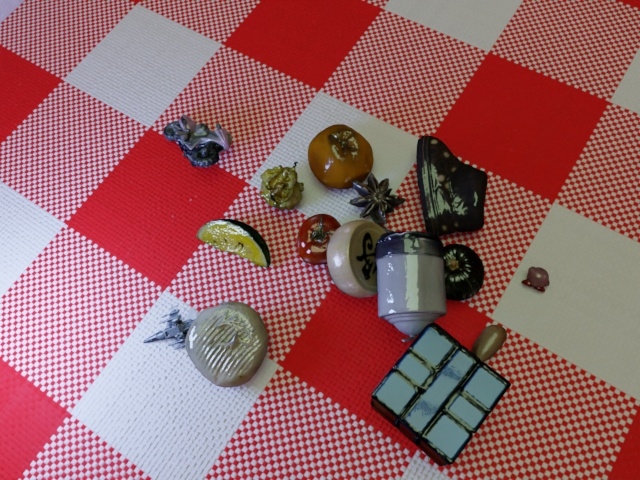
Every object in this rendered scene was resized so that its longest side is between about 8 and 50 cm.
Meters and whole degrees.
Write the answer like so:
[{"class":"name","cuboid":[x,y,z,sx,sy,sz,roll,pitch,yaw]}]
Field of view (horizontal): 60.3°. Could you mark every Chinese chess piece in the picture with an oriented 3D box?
[{"class":"Chinese chess piece","cuboid":[0.134,0.060,1.808,0.104,0.257,0.257,-12,59,44]}]

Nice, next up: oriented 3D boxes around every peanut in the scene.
[{"class":"peanut","cuboid":[0.531,0.330,1.746,0.076,0.076,0.152,40,79,19]}]

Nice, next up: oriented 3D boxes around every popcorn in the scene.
[{"class":"popcorn","cuboid":[-0.143,-0.199,1.969,0.174,0.195,0.168,-34,76,-4]}]

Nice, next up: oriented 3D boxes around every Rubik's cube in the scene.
[{"class":"Rubik's cube","cuboid":[0.334,0.450,1.598,0.283,0.293,0.288,38,73,16]}]

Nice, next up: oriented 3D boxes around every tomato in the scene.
[{"class":"tomato","cuboid":[0.000,0.000,1.895,0.187,0.151,0.187,0,76,2]}]

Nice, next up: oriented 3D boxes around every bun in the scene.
[{"class":"bun","cuboid":[-0.292,0.329,1.776,0.273,0.168,0.272,0,79,2]}]

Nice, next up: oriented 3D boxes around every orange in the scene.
[{"class":"orange","cuboid":[0.068,-0.307,2.004,0.249,0.183,0.248,-2,65,3]}]

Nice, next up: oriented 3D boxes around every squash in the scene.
[{"class":"squash","cuboid":[0.446,0.102,1.811,0.193,0.155,0.193,-4,38,3]}]

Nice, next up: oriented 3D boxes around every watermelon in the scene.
[{"class":"watermelon","cuboid":[-0.302,-0.006,1.961,0.301,0.123,0.129,20,92,15]}]

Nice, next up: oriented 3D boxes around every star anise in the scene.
[{"class":"star anise","cuboid":[0.201,-0.130,1.966,0.209,0.089,0.231,8,73,-8]}]

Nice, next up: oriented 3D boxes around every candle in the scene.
[{"class":"candle","cuboid":[0.278,0.145,1.701,0.222,0.221,0.342,-1,76,5]}]

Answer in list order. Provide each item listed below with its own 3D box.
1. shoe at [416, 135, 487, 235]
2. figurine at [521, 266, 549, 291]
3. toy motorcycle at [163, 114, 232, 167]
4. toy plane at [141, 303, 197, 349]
[{"class":"shoe","cuboid":[0.463,-0.205,1.928,0.237,0.171,0.383,-7,67,9]},{"class":"figurine","cuboid":[0.721,0.125,1.822,0.083,0.067,0.071,25,91,-2]},{"class":"toy motorcycle","cuboid":[-0.465,-0.393,2.124,0.188,0.143,0.327,-36,53,-19]},{"class":"toy plane","cuboid":[-0.497,0.306,1.849,0.234,0.082,0.159,-22,93,-4]}]
